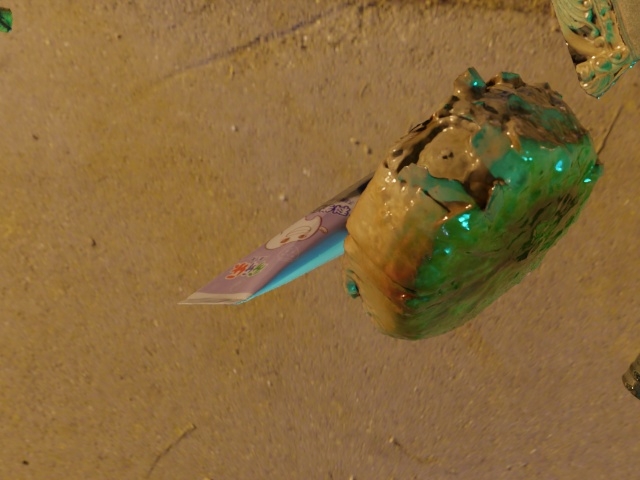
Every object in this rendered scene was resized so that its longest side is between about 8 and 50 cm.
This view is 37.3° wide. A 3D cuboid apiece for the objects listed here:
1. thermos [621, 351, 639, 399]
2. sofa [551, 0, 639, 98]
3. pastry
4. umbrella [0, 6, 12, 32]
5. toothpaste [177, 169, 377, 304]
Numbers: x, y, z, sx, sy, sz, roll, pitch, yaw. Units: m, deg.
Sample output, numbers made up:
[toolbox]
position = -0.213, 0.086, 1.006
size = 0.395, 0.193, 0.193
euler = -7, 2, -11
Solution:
[thermos]
position = 0.459, 0.119, 1.214
size = 0.083, 0.073, 0.187
euler = 24, 116, 3
[sofa]
position = 0.251, -0.220, 0.592
size = 0.258, 0.182, 0.200
euler = -23, 93, -51
[pastry]
position = 0.165, -0.027, 0.991
size = 0.330, 0.329, 0.136
euler = -35, 64, -11
[umbrella]
position = -0.288, -0.172, 0.701
size = 0.040, 0.144, 0.037
euler = 42, 111, 18
[toothpaste]
position = 0.000, 0.000, 1.169
size = 0.371, 0.125, 0.080
euler = -32, 108, -35
